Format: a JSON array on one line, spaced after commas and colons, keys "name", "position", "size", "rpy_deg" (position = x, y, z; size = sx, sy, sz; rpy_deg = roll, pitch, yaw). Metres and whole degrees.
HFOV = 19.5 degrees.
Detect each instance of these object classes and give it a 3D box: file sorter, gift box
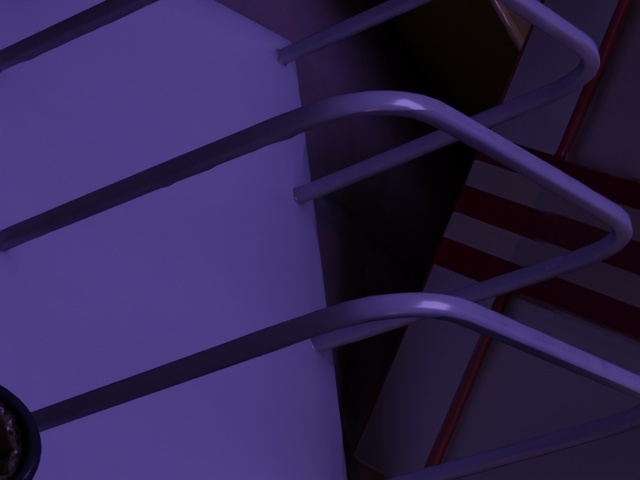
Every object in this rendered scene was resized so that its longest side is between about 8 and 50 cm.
[{"name": "file sorter", "position": [0.000, 0.000, 0.629], "size": [0.193, 0.173, 0.278], "rpy_deg": [22, 54, -51]}, {"name": "gift box", "position": [0.194, 0.056, 0.763], "size": [0.276, 0.258, 0.255], "rpy_deg": [30, 85, -41]}]

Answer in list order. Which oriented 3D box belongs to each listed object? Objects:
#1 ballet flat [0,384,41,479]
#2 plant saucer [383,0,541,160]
[{"name": "ballet flat", "position": [-0.150, 0.036, 0.475], "size": [0.203, 0.074, 0.074], "rpy_deg": [30, 48, -46]}, {"name": "plant saucer", "position": [0.154, -0.095, 1.010], "size": [0.333, 0.081, 0.333], "rpy_deg": [58, 33, -18]}]
